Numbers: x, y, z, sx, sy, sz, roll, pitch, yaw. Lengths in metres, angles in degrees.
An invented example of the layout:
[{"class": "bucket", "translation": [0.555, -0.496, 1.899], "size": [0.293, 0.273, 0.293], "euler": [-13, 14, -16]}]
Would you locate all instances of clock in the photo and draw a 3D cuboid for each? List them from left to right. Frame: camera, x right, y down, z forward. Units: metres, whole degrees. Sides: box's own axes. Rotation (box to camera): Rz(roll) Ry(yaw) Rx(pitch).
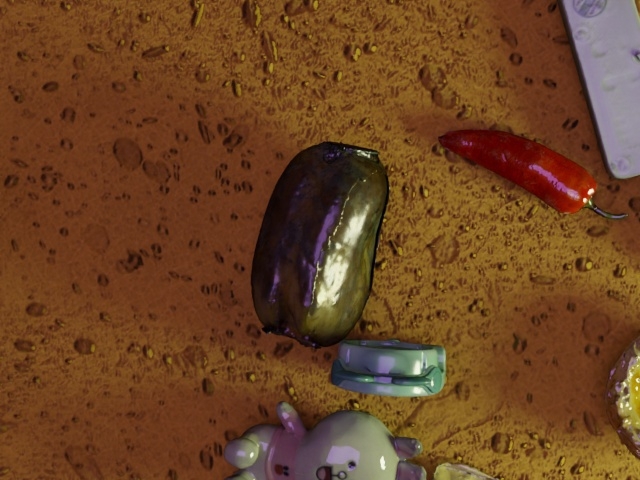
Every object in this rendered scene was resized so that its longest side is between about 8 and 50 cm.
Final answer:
[{"class": "clock", "translation": [0.089, 0.164, 1.309], "size": [0.148, 0.188, 0.060], "euler": [4, 90, 6]}]

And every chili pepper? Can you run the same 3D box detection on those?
[{"class": "chili pepper", "translation": [0.285, -0.093, 1.353], "size": [0.272, 0.063, 0.071], "euler": [28, 80, 10]}]

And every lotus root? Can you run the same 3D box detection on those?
[{"class": "lotus root", "translation": [0.000, 0.000, 1.343], "size": [0.152, 0.160, 0.275], "euler": [20, 91, 38]}]

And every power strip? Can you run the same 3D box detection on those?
[{"class": "power strip", "translation": [0.374, -0.273, 1.341], "size": [0.091, 0.062, 0.386], "euler": [-16, 87, 8]}]

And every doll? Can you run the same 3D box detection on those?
[{"class": "doll", "translation": [0.001, 0.291, 1.364], "size": [0.274, 0.113, 0.155], "euler": [-4, 97, 1]}]

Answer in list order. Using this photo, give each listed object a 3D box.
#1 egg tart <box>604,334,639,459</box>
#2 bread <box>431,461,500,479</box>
[{"class": "egg tart", "translation": [0.470, 0.198, 1.304], "size": [0.212, 0.090, 0.213], "euler": [0, 90, 6]}, {"class": "bread", "translation": [0.187, 0.454, 1.364], "size": [0.167, 0.163, 0.264], "euler": [20, 123, 7]}]
